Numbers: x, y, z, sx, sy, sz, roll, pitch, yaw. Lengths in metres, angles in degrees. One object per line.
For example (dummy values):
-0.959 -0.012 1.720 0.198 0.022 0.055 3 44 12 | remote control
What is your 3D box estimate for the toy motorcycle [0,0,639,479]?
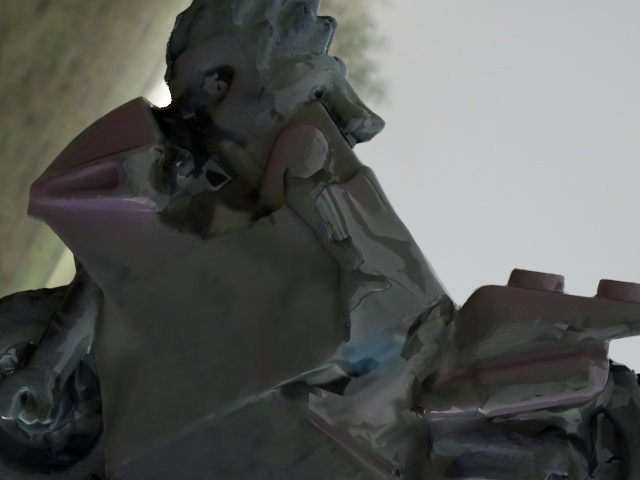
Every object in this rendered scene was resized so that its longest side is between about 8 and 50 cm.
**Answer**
0.000 0.000 0.571 0.108 0.239 0.204 176 -80 -80 | toy motorcycle
